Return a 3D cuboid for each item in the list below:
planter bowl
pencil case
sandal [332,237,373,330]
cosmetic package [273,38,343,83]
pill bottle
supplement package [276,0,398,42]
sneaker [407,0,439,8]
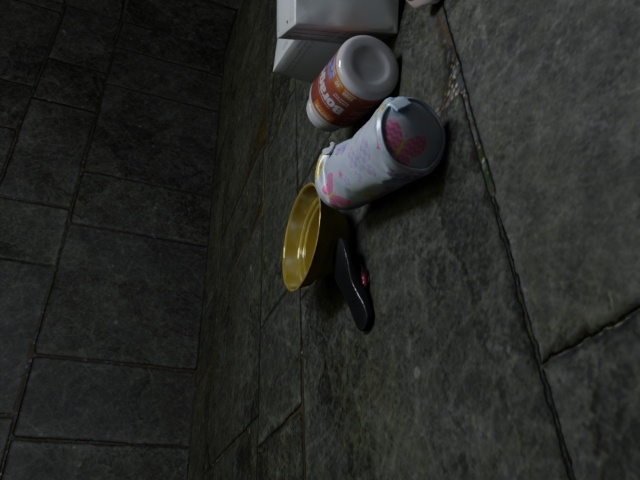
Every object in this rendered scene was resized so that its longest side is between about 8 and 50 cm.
[{"bbox_3d":[0.000,0.000,1.108,0.217,0.090,0.217,-170,90,-71],"label":"planter bowl"},{"bbox_3d":[0.085,-0.131,0.900,0.273,0.114,0.124,159,98,-67],"label":"pencil case"},{"bbox_3d":[0.062,0.075,0.983,0.067,0.040,0.179,115,142,-50],"label":"sandal"},{"bbox_3d":[0.011,-0.582,1.298,0.217,0.156,0.384,150,129,-63],"label":"cosmetic package"},{"bbox_3d":[0.050,-0.288,1.077,0.216,0.121,0.121,154,125,-67],"label":"pill bottle"},{"bbox_3d":[0.030,-0.520,1.061,0.145,0.204,0.261,-153,63,-71],"label":"supplement package"},{"bbox_3d":[0.187,-0.425,0.888,0.134,0.070,0.051,-34,30,23],"label":"sneaker"}]
